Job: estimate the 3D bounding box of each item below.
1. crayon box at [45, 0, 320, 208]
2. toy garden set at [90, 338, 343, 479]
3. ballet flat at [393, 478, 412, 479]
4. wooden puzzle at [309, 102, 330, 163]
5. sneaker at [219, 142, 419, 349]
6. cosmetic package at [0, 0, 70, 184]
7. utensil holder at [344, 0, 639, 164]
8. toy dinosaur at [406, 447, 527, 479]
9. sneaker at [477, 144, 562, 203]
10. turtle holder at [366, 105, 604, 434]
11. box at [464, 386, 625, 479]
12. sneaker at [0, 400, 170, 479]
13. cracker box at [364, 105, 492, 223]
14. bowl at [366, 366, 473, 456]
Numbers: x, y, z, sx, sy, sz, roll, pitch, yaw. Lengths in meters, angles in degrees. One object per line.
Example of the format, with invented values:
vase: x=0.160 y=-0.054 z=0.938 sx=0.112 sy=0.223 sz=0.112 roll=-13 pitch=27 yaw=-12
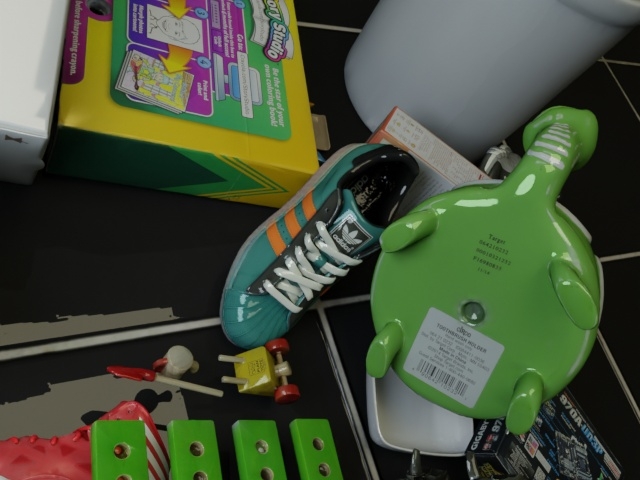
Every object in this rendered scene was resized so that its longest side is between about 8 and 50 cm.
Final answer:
crayon box: x=-0.178 y=-0.236 z=0.815 sx=0.313 sy=0.106 sz=0.363 roll=8 pitch=59 yaw=-29
toy garden set: x=-0.101 y=0.189 z=0.591 sx=0.244 sy=0.049 sz=0.204 roll=12 pitch=46 yaw=-34
ballet flat: x=0.088 y=0.284 z=0.504 sx=0.057 sy=0.049 sz=0.173 roll=-18 pitch=87 yaw=-20
wooden puzzle: x=-0.024 y=-0.167 z=0.922 sx=0.078 sy=0.014 sz=0.116 roll=10 pitch=58 yaw=-19
sneaker: x=0.000 y=0.000 z=0.705 sx=0.108 sy=0.121 sz=0.302 roll=42 pitch=75 yaw=-22
cosmetic package: x=-0.334 y=-0.260 z=0.620 sx=0.155 sy=0.197 sz=0.366 roll=11 pitch=74 yaw=-28
utensil holder: x=0.256 y=-0.337 z=0.939 sx=0.327 sy=0.385 sz=0.328 roll=13 pitch=57 yaw=-22
toy dinosaur: x=0.134 y=0.336 z=0.597 sx=0.218 sy=0.164 sz=0.322 roll=-65 pitch=143 yaw=-32
sneaker: x=0.308 y=-0.084 z=0.942 sx=0.132 sy=0.086 sz=0.228 roll=31 pitch=30 yaw=14
turtle holder: x=0.187 y=0.025 z=0.690 sx=0.227 sy=0.243 sz=0.321 roll=-27 pitch=111 yaw=-59
box: x=0.290 y=0.282 z=0.771 sx=0.220 sy=0.051 sz=0.175 roll=53 pitch=50 yaw=-11
sneaker: x=-0.239 y=0.194 z=0.554 sx=0.221 sy=0.087 sz=0.128 roll=35 pitch=41 yaw=-22
cracker box: x=0.146 y=-0.056 z=0.858 sx=0.232 sy=0.156 sz=0.067 roll=37 pitch=50 yaw=-6
bowl: x=0.115 y=0.196 z=0.756 sx=0.142 sy=0.053 sz=0.142 roll=14 pitch=57 yaw=-21
